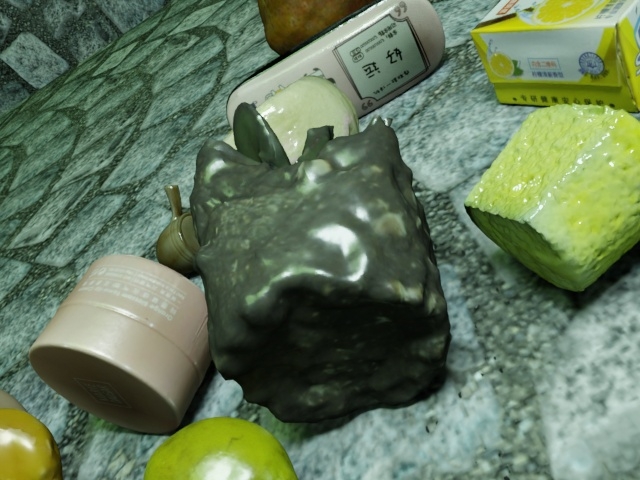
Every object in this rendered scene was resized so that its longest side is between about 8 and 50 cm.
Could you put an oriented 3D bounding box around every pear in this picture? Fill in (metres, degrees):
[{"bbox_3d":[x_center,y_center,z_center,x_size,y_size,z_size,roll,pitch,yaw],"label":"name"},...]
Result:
[{"bbox_3d":[-0.071,0.180,0.420,0.131,0.107,0.107,-15,37,46],"label":"pear"}]

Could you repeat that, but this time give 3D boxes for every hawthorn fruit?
[{"bbox_3d":[-0.017,-0.404,1.012,0.248,0.208,0.208,-27,29,48],"label":"hawthorn fruit"}]

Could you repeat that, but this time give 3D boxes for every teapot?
[{"bbox_3d":[-0.169,-0.015,0.751,0.080,0.110,0.085,-33,-13,28],"label":"teapot"}]

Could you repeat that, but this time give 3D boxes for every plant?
[{"bbox_3d":[0.000,0.000,0.508,0.188,0.199,0.276,-23,39,8],"label":"plant"}]

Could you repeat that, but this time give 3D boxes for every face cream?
[{"bbox_3d":[-0.178,0.099,0.564,0.149,0.149,0.104,-10,40,33],"label":"face cream"}]

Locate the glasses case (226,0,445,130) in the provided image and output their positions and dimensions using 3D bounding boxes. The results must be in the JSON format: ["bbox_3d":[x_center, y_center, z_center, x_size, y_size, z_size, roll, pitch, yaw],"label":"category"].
[{"bbox_3d":[0.017,-0.218,0.808,0.314,0.122,0.075,-27,41,12],"label":"glasses case"}]

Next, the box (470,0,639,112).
[{"bbox_3d":[0.308,-0.257,0.626,0.265,0.097,0.168,-46,36,-16],"label":"box"}]

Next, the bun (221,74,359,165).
[{"bbox_3d":[-0.039,-0.100,0.710,0.178,0.128,0.193,-43,10,-22],"label":"bun"}]

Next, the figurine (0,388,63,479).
[{"bbox_3d":[-0.434,0.237,0.519,0.387,0.268,0.401,-13,27,51],"label":"figurine"}]

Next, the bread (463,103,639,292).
[{"bbox_3d":[0.187,-0.031,0.445,0.114,0.111,0.129,-43,16,-4],"label":"bread"}]
